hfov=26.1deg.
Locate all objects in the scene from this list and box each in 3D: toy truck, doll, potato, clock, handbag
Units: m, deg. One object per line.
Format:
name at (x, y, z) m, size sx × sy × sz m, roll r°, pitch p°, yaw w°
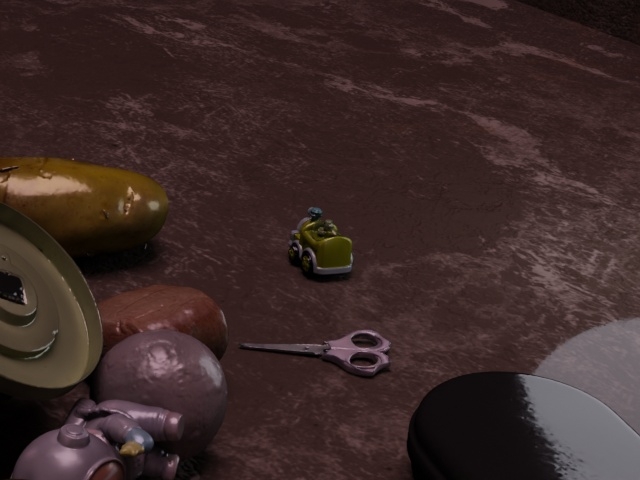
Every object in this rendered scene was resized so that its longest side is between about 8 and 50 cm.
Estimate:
toy truck at (0.000, 0.000, 1.931) m, size 0.076 × 0.077 × 0.111 m, roll -6°, pitch 26°, yaw -26°
doll at (-0.202, 0.194, 1.366) m, size 0.151 × 0.151 × 0.287 m, roll 15°, pitch 28°, yaw 20°
potato at (-0.357, -0.043, 1.871) m, size 0.300 × 0.140 × 0.173 m, roll 4°, pitch 16°, yaw -18°
clock at (-0.310, 0.052, 1.350) m, size 0.235 × 0.029 × 0.235 m, roll 39°, pitch 26°, yaw -23°
handbag at (0.227, 0.240, 1.416) m, size 0.254 × 0.093 × 0.308 m, roll -2°, pitch 25°, yaw -22°

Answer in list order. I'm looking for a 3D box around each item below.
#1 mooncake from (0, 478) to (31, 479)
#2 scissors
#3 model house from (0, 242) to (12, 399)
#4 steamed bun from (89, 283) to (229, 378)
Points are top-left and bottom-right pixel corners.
mooncake at (-0.314, 0.312, 0.991) m, size 0.379 × 0.200 × 0.378 m, roll 5°, pitch 23°, yaw -2°
scissors at (-0.007, 0.134, 1.701) m, size 0.189 × 0.015 × 0.100 m, roll 4°, pitch 26°, yaw 0°
model house at (-0.373, 0.075, 1.509) m, size 0.204 × 0.211 × 0.243 m, roll 10°, pitch 24°, yaw 6°
steamed bun at (-0.203, 0.118, 1.592) m, size 0.145 × 0.106 × 0.175 m, roll -23°, pitch 22°, yaw -39°
